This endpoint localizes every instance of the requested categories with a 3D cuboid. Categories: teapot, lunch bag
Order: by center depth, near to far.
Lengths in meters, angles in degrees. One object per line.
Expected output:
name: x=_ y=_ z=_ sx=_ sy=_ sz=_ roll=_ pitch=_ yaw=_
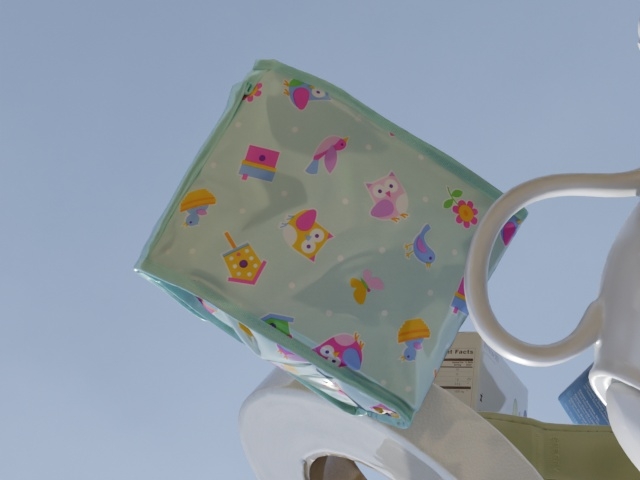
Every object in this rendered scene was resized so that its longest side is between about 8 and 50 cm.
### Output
teapot: x=0.236 y=0.080 z=0.571 sx=0.187 sy=0.252 sz=0.256 roll=-46 pitch=-145 yaw=-6
lunch bag: x=0.000 y=0.000 z=0.888 sx=0.262 sy=0.160 sz=0.223 roll=33 pitch=-102 yaw=-12

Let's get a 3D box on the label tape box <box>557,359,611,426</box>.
label tape box: x=0.490 y=0.232 z=1.435 sx=0.106 sy=0.333 sz=0.240 roll=-21 pitch=-114 yaw=-25

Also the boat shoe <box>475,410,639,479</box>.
boat shoe: x=0.313 y=0.299 z=1.270 sx=0.340 sy=0.113 sz=0.127 roll=8 pitch=-126 yaw=4

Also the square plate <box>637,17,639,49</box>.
square plate: x=0.502 y=-0.153 z=1.388 sx=0.049 sy=0.344 sz=0.347 roll=-25 pitch=-175 yaw=18

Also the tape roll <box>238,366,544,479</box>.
tape roll: x=0.083 y=0.274 z=1.101 sx=0.392 sy=0.392 sz=0.072 roll=25 pitch=-126 yaw=28

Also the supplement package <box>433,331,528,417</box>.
supplement package: x=0.170 y=0.244 z=1.523 sx=0.204 sy=0.262 sz=0.145 roll=-4 pitch=-116 yaw=25
